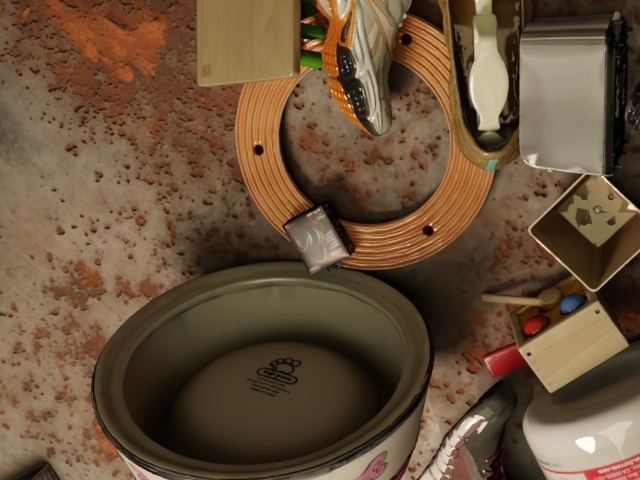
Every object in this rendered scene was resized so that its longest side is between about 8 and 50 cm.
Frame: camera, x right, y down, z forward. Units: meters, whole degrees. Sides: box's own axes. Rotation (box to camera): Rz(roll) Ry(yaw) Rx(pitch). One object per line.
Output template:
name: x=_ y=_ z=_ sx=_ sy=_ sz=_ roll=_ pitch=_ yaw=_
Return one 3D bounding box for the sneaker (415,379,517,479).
sneaker: x=0.223 y=0.299 z=1.539 sx=0.162 sy=0.106 sz=0.281 roll=40 pitch=141 yaw=15

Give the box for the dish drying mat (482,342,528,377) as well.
dish drying mat: x=0.251 y=0.148 z=1.578 sx=0.083 sy=0.008 sz=0.032 roll=-25 pitch=97 yaw=22

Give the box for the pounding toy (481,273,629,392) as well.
pounding toy: x=0.281 y=0.096 z=1.497 sx=0.130 sy=0.141 sz=0.100 roll=-34 pitch=105 yaw=13

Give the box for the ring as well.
ring: x=0.056 y=-0.127 z=1.539 sx=0.337 sy=0.032 sz=0.336 roll=5 pitch=108 yaw=15

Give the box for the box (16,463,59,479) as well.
box: x=-0.474 y=0.508 z=1.860 sx=0.307 sy=0.076 sz=0.242 roll=-30 pitch=96 yaw=22

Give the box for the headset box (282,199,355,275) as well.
headset box: x=0.000 y=0.000 z=1.560 sx=0.062 sy=0.032 sz=0.083 roll=-26 pitch=97 yaw=22

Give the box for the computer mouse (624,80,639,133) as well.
computer mouse: x=0.420 y=-0.069 z=1.382 sx=0.072 sy=0.188 sz=0.272 roll=-11 pitch=106 yaw=51

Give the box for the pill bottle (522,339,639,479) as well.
pill bottle: x=0.426 y=0.340 z=1.468 sx=0.229 sy=0.229 sz=0.407 roll=-25 pitch=99 yaw=21

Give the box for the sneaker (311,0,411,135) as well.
sneaker: x=0.065 y=-0.249 z=1.433 sx=0.121 sy=0.099 sz=0.262 roll=-25 pitch=121 yaw=-19

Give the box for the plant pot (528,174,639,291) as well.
plant pot: x=0.325 y=-0.025 z=1.457 sx=0.109 sy=0.096 sz=0.109 roll=43 pitch=113 yaw=-1

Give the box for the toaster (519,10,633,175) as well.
toaster: x=0.289 y=-0.174 z=1.383 sx=0.110 sy=0.168 sz=0.185 roll=2 pitch=108 yaw=17

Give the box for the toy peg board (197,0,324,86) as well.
toy peg board: x=-0.067 y=-0.269 z=1.492 sx=0.161 sy=0.079 sz=0.161 roll=1 pitch=90 yaw=41

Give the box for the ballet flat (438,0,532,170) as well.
ballet flat: x=0.185 y=-0.247 z=1.394 sx=0.116 sy=0.124 sz=0.342 roll=-2 pitch=99 yaw=6

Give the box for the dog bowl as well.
dog bowl: x=-0.062 y=0.199 z=1.491 sx=0.408 sy=0.408 sz=0.150 roll=2 pitch=124 yaw=15
